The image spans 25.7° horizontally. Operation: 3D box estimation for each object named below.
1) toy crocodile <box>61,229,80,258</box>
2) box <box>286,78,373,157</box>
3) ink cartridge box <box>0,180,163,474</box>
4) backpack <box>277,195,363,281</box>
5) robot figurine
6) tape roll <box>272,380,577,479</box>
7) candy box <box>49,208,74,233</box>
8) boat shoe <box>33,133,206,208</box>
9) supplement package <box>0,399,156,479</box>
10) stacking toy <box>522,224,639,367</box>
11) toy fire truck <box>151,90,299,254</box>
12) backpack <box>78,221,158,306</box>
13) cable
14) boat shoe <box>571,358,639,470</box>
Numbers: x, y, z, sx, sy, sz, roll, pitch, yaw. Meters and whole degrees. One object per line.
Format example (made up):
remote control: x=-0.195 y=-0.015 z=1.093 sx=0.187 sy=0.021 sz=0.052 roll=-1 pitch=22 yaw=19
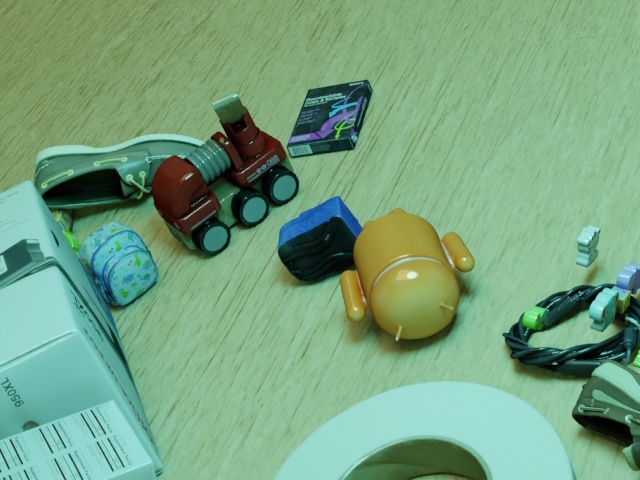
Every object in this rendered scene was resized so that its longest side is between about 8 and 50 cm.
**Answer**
toy crocodile: x=-0.510 y=0.015 z=2.302 sx=0.340 sy=0.115 sz=0.105 roll=15 pitch=92 yaw=18
box: x=0.017 y=-0.207 z=2.362 sx=0.116 sy=0.029 sz=0.162 roll=-7 pitch=39 yaw=23
ink cartridge box: x=-0.381 y=0.146 z=1.944 sx=0.166 sy=0.285 sz=0.395 roll=-27 pitch=37 yaw=-3
backpack: x=0.000 y=0.000 z=2.068 sx=0.120 sy=0.098 sz=0.101 roll=-29 pitch=26 yaw=16
robot figurine: x=0.115 y=0.049 z=1.914 sx=0.158 sy=0.128 sz=0.219 roll=6 pitch=33 yaw=-17
tape roll: x=0.109 y=0.328 z=1.623 sx=0.392 sy=0.072 sz=0.392 roll=-15 pitch=38 yaw=12
candy box: x=-0.520 y=-0.022 z=2.425 sx=0.187 sy=0.053 sz=0.109 roll=-18 pitch=37 yaw=8
boat shoe: x=-0.333 y=-0.110 z=2.369 sx=0.305 sy=0.109 sz=0.091 roll=-6 pitch=52 yaw=2
supplement package: x=-0.307 y=0.337 z=1.709 sx=0.203 sy=0.194 sz=0.149 roll=-18 pitch=33 yaw=-19
stacking toy: x=0.370 y=0.066 z=1.745 sx=0.167 sy=0.052 sz=0.221 roll=17 pitch=39 yaw=28
toy fire truck: x=-0.163 y=-0.126 z=2.183 sx=0.217 sy=0.246 sz=0.158 roll=-37 pitch=38 yaw=-15
backpack: x=-0.312 y=0.035 z=2.183 sx=0.105 sy=0.114 sz=0.084 roll=-39 pitch=39 yaw=-19
cable: x=0.321 y=0.109 z=1.787 sx=0.184 sy=0.047 sz=0.150 roll=-2 pitch=42 yaw=29
boat shoe: x=0.386 y=0.227 z=1.581 sx=0.095 sy=0.095 sz=0.257 roll=-46 pitch=32 yaw=-10
